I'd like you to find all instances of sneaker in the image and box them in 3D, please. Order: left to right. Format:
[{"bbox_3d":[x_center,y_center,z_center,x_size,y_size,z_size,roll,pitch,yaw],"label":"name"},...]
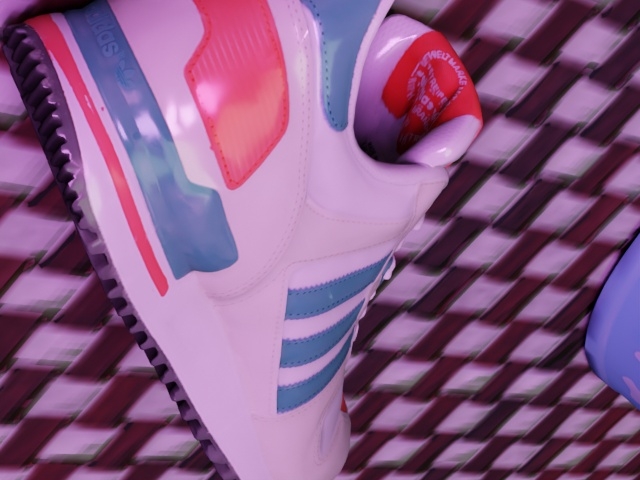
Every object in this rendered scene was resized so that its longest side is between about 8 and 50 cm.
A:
[{"bbox_3d":[0.000,0.000,0.372,0.075,0.057,0.161,-26,148,-2],"label":"sneaker"}]

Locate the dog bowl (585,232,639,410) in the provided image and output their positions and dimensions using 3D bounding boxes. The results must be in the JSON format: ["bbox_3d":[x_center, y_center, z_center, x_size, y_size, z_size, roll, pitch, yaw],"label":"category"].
[{"bbox_3d":[0.206,0.021,0.597,0.297,0.074,0.166,7,132,-49],"label":"dog bowl"}]
